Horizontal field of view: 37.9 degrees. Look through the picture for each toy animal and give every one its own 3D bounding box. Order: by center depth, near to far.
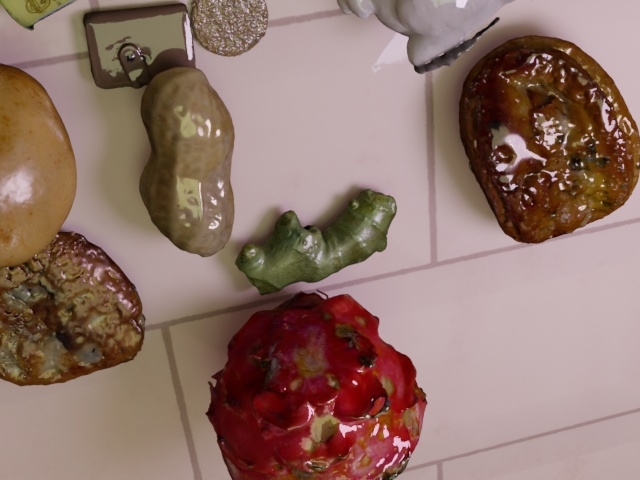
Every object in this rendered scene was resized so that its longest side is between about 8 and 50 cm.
[{"bbox_3d":[0.113,-0.429,1.307,0.258,0.194,0.357,-32,116,15],"label":"toy animal"}]

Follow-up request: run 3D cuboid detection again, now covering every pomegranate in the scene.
[{"bbox_3d":[-0.477,-0.104,1.267,0.307,0.307,0.307,-7,121,-12],"label":"pomegranate"}]

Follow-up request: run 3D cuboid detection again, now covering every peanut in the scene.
[{"bbox_3d":[-0.199,-0.116,1.411,0.149,0.149,0.313,-4,126,-14],"label":"peanut"}]

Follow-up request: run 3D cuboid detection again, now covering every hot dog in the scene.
[{"bbox_3d":[0.377,-0.153,1.542,0.267,0.174,0.387,-28,124,4],"label":"hot dog"}]

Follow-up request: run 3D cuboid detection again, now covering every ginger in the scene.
[{"bbox_3d":[-0.004,0.003,1.575,0.290,0.089,0.137,-15,104,-3],"label":"ginger"}]

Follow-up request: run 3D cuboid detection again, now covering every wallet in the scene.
[{"bbox_3d":[-0.262,-0.281,1.358,0.152,0.039,0.118,-12,120,-12],"label":"wallet"}]

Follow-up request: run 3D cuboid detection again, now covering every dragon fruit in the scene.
[{"bbox_3d":[-0.023,0.238,1.530,0.371,0.386,0.249,-3,137,16],"label":"dragon fruit"}]

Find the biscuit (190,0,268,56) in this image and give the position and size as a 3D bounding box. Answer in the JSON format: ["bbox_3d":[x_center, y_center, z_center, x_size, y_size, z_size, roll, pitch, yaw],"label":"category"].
[{"bbox_3d":[-0.134,-0.330,1.380,0.120,0.015,0.120,-7,121,-12],"label":"biscuit"}]

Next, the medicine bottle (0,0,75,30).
[{"bbox_3d":[-0.322,-0.387,1.232,0.239,0.124,0.124,-30,123,1],"label":"medicine bottle"}]

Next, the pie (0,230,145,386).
[{"bbox_3d":[-0.444,0.115,1.508,0.308,0.085,0.308,-5,117,-10],"label":"pie"}]
